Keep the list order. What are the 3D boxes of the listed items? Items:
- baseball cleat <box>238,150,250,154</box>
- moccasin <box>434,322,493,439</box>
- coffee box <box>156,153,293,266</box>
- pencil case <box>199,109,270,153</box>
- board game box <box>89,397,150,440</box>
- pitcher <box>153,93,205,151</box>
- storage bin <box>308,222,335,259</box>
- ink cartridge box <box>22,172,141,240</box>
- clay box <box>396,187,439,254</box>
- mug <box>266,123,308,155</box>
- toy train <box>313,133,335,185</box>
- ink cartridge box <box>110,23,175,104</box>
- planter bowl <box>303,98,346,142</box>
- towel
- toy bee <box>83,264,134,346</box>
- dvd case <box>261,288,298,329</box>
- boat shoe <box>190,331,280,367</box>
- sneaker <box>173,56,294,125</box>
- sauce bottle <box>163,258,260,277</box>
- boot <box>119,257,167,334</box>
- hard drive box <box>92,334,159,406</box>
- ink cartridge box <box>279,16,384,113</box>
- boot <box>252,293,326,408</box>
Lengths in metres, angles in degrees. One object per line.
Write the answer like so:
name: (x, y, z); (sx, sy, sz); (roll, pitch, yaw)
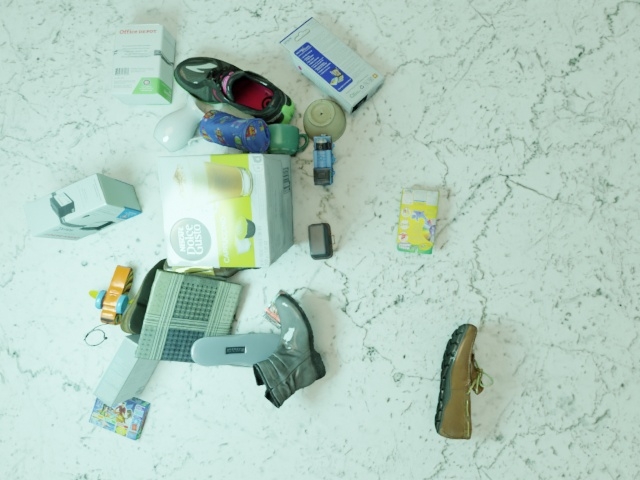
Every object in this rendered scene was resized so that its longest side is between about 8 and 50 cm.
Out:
baseball cleat: (-0.222, -0.261, 1.563); (0.110, 0.072, 0.205); (-23, 92, 0)
moccasin: (0.469, 0.460, 1.362); (0.147, 0.139, 0.379); (7, 87, 8)
coffee box: (-0.290, -0.113, 1.381); (0.335, 0.338, 0.337); (0, 102, 9)
pencil case: (-0.307, -0.393, 1.501); (0.306, 0.119, 0.133); (23, 48, 40)
board game box: (-0.757, 0.649, 1.580); (0.201, 0.035, 0.136); (17, 88, 9)
pitcher: (-0.510, -0.420, 1.594); (0.178, 0.125, 0.207); (42, 81, -6)
storage bin: (0.000, 0.000, 1.492); (0.098, 0.091, 0.135); (-6, 86, 8)
ink cartridge box: (-0.876, -0.116, 1.562); (0.308, 0.223, 0.128); (-21, 84, 6)
clay box: (0.338, -0.066, 1.466); (0.128, 0.053, 0.221); (7, 88, 9)
mug: (-0.129, -0.357, 1.519); (0.158, 0.129, 0.097); (1, 89, 8)
toy train: (0.011, -0.283, 1.488); (0.080, 0.105, 0.184); (1, 109, 8)
ink cartridge box: (-0.688, -0.681, 1.634); (0.199, 0.115, 0.272); (3, 86, 8)
planter bowl: (0.008, -0.443, 1.517); (0.162, 0.109, 0.161); (-1, 85, 9)
towel: (-0.454, 0.269, 1.465); (0.312, 0.056, 0.324); (15, 94, -31)
toy bee: (-0.784, 0.248, 1.569); (0.195, 0.162, 0.298); (33, 62, 4)
dvd case: (-0.149, 0.251, 1.533); (0.087, 0.013, 0.119); (36, 92, 9)
boat shoe: (-0.272, 0.394, 1.484); (0.368, 0.156, 0.135); (3, 80, -20)
sneaker: (-0.321, -0.572, 1.527); (0.483, 0.202, 0.185); (21, 88, 9)
sauce bottle: (-0.387, 0.091, 1.532); (0.345, 0.111, 0.111); (-6, 85, 6)
boot: (-0.635, 0.197, 1.531); (0.115, 0.112, 0.305); (-13, 46, 39)
hard drive box: (-0.674, 0.453, 1.510); (0.089, 0.181, 0.232); (30, 89, 11)
ink cartridge box: (0.039, -0.641, 1.529); (0.371, 0.069, 0.176); (44, 76, 7)
boot: (-0.130, 0.366, 1.396); (0.223, 0.118, 0.338); (-24, 92, -30)
